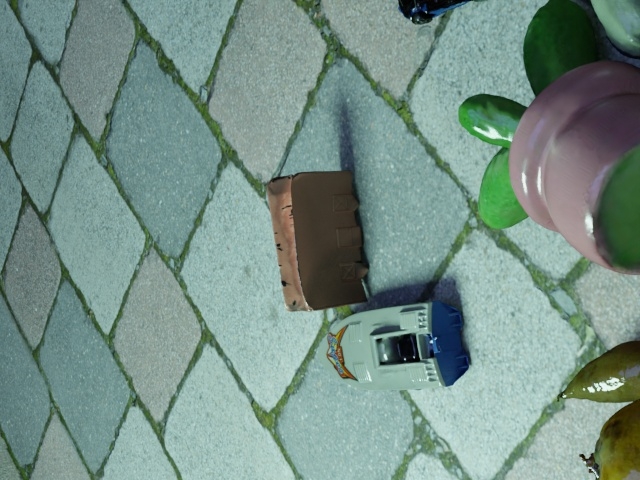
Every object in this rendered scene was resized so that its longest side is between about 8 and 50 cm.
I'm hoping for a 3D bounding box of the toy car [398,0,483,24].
[{"bbox_3d":[0.180,-0.360,1.537,0.216,0.063,0.103,-7,89,58],"label":"toy car"}]

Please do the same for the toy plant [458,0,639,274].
[{"bbox_3d":[0.298,-0.091,1.319,0.356,0.211,0.317,48,133,53],"label":"toy plant"}]

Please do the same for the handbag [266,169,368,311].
[{"bbox_3d":[0.000,0.000,1.745,0.059,0.157,0.212,-8,90,44],"label":"handbag"}]

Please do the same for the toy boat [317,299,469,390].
[{"bbox_3d":[0.089,0.168,1.711,0.295,0.088,0.129,-13,85,52],"label":"toy boat"}]

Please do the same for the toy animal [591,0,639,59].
[{"bbox_3d":[0.347,-0.295,1.276,0.094,0.121,0.225,-41,55,45],"label":"toy animal"}]

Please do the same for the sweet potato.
[{"bbox_3d":[0.402,0.151,1.324,0.269,0.075,0.074,-12,85,38],"label":"sweet potato"}]

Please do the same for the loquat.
[{"bbox_3d":[0.400,0.253,1.228,0.234,0.187,0.176,5,111,19],"label":"loquat"}]
